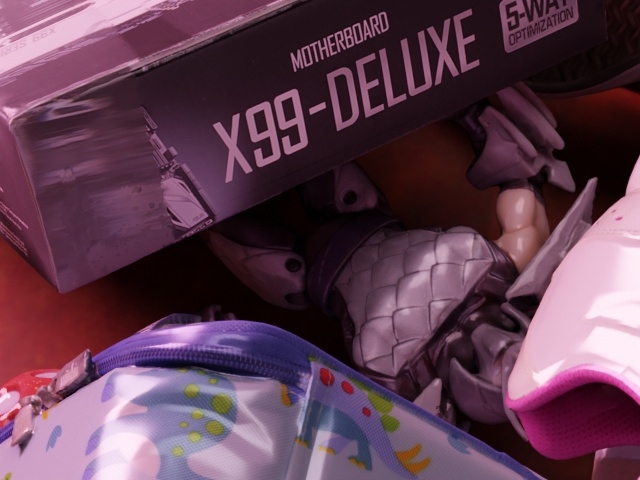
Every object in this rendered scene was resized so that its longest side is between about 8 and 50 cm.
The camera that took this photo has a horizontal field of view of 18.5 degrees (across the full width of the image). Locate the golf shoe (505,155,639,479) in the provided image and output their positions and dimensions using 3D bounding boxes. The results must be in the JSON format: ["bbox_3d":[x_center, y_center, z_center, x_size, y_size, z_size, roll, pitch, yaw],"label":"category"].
[{"bbox_3d":[0.183,0.080,0.591,0.140,0.115,0.306,-45,47,-8],"label":"golf shoe"}]

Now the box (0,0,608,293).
[{"bbox_3d":[-0.072,-0.111,0.813,0.242,0.077,0.307,-25,33,-21],"label":"box"}]

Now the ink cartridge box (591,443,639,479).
[{"bbox_3d":[0.209,0.040,0.733,0.193,0.088,0.235,2,52,17],"label":"ink cartridge box"}]

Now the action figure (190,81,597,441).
[{"bbox_3d":[0.000,0.000,0.799,0.185,0.099,0.285,-42,48,-16],"label":"action figure"}]

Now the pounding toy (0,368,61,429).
[{"bbox_3d":[-0.148,0.100,0.682,0.236,0.110,0.183,15,44,13],"label":"pounding toy"}]

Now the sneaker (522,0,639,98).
[{"bbox_3d":[0.162,-0.129,0.858,0.290,0.106,0.123,2,21,45],"label":"sneaker"}]

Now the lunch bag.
[{"bbox_3d":[-0.002,0.115,0.586,0.219,0.176,0.090,27,55,-19],"label":"lunch bag"}]
